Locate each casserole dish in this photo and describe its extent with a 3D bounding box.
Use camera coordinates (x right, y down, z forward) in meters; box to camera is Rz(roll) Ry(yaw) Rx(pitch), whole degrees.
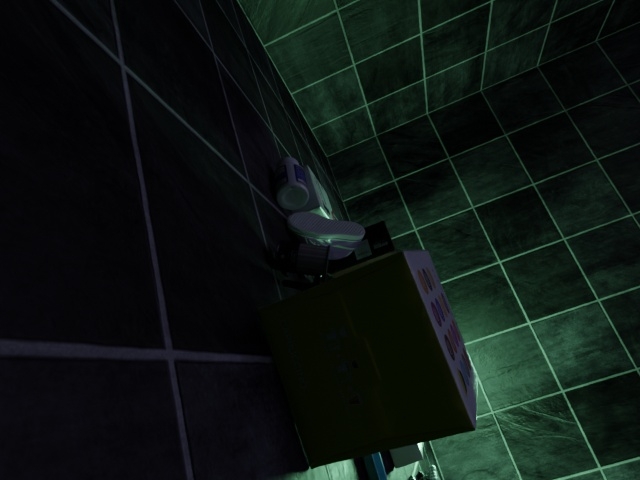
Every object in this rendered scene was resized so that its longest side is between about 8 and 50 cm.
[{"bbox_3d":[0.151,0.641,1.230,0.114,0.037,0.188,48,21,-63],"label":"casserole dish"}]

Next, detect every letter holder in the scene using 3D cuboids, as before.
[{"bbox_3d":[0.150,0.092,1.633,0.214,0.302,0.152,58,14,-47],"label":"letter holder"}]

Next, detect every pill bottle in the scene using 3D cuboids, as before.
[{"bbox_3d":[-0.105,-0.203,1.450,0.186,0.112,0.112,-101,166,-46],"label":"pill bottle"}]

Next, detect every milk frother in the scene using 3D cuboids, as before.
[{"bbox_3d":[-0.046,0.057,1.127,0.143,0.135,0.129,-74,172,-70],"label":"milk frother"}]

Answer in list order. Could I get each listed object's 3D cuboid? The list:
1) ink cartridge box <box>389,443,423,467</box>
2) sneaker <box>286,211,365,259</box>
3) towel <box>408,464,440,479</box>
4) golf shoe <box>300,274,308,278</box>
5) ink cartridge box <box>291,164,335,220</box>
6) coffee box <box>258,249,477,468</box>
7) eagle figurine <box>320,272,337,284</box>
[{"bbox_3d":[0.301,0.707,1.665,0.207,0.117,0.282,25,44,-77],"label":"ink cartridge box"},{"bbox_3d":[0.000,0.001,1.468,0.102,0.282,0.161,-96,-153,-43],"label":"sneaker"},{"bbox_3d":[0.454,1.096,1.673,0.235,0.121,0.283,-67,136,-74],"label":"towel"},{"bbox_3d":[-0.024,0.059,1.379,0.198,0.094,0.077,-92,157,-68],"label":"golf shoe"},{"bbox_3d":[-0.038,-0.149,1.692,0.273,0.114,0.196,45,25,-65],"label":"ink cartridge box"},{"bbox_3d":[0.122,0.236,0.937,0.334,0.338,0.337,4,64,-69],"label":"coffee box"},{"bbox_3d":[0.086,0.272,1.381,0.298,0.225,0.226,35,-25,-15],"label":"eagle figurine"}]
